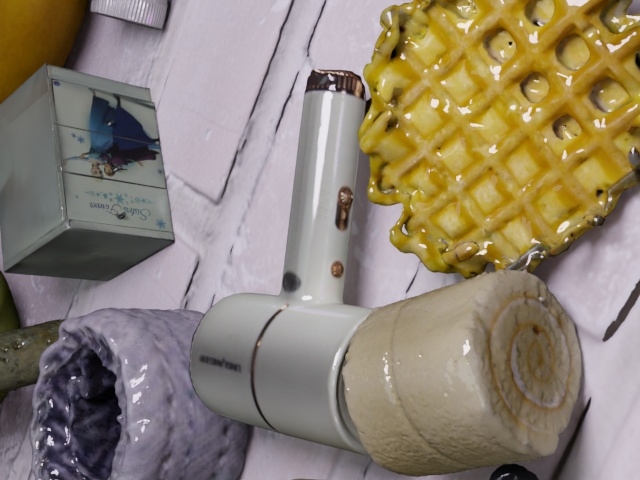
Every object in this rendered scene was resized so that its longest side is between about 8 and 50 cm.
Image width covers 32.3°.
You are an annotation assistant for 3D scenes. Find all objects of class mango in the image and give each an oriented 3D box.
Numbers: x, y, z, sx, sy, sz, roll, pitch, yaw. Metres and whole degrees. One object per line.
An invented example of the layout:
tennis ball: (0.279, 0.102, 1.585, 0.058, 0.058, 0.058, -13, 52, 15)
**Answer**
mango: (-0.421, -0.307, 1.416, 0.300, 0.232, 0.445, 47, 128, 52)

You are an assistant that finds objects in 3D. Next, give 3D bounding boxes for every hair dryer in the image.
hair dryer: (0.000, 0.000, 1.016, 0.203, 0.128, 0.362, 5, 87, 46)

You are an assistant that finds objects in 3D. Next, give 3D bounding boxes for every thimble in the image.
thimble: (-0.196, 0.193, 1.167, 0.217, 0.157, 0.245, 12, 93, 47)

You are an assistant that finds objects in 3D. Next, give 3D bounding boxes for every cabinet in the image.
cabinet: (-0.282, -0.077, 1.303, 0.150, 0.145, 0.206, -28, 65, 41)

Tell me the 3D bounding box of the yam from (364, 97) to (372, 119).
yam: (0.074, -0.135, 1.029, 0.145, 0.032, 0.032, -32, 62, 40)

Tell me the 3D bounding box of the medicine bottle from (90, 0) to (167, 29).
medicine bottle: (-0.210, -0.353, 1.307, 0.132, 0.088, 0.188, 22, 100, 46)

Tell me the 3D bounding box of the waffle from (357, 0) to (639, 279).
waffle: (0.151, -0.095, 0.871, 0.262, 0.060, 0.280, 9, 108, 25)

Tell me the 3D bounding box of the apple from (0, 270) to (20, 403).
apple: (-0.570, 0.129, 1.438, 0.357, 0.357, 0.357, -8, 79, 45)

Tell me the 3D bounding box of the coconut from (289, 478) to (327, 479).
coconut: (0.002, 0.313, 0.920, 0.224, 0.224, 0.224, -8, 79, 45)

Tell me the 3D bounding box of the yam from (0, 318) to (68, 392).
yam: (-0.363, 0.143, 1.331, 0.078, 0.179, 0.078, 12, 107, 44)

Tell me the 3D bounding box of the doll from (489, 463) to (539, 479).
doll: (0.144, 0.283, 0.806, 0.143, 0.135, 0.234, -38, 24, 31)

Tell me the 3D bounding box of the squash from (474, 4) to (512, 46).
squash: (0.160, -0.183, 0.920, 0.069, 0.069, 0.239, 47, 116, 39)

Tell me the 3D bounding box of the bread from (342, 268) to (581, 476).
bread: (0.111, 0.105, 0.873, 0.141, 0.134, 0.148, -20, 38, 41)
